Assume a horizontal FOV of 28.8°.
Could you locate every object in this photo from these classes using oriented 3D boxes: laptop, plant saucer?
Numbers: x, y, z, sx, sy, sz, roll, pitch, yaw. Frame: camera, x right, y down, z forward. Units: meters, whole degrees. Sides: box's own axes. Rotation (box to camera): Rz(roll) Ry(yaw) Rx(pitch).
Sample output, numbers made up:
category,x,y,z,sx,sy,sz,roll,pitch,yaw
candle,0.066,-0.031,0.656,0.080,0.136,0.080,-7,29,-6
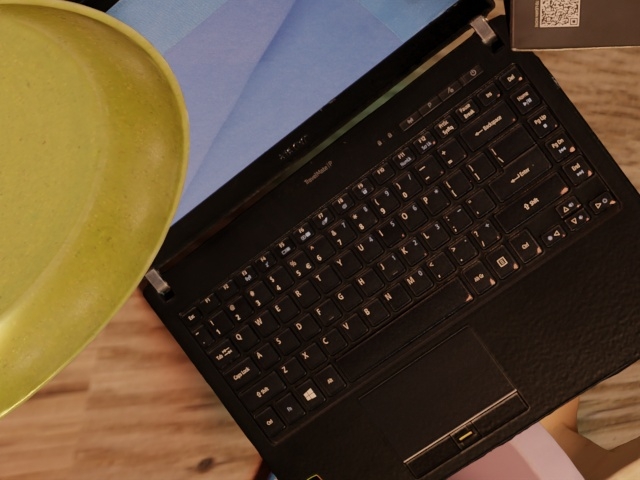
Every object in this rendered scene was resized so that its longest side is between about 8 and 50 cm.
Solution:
category,x,y,z,sx,sy,sz,roll,pitch,yaw
laptop,0.000,0.000,0.547,0.234,0.264,0.136,-36,180,20
plant saucer,-0.156,0.004,0.449,0.241,0.037,0.241,-34,153,-20

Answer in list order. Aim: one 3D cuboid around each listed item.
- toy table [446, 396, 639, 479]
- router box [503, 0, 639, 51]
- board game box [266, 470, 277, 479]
category,x,y,z,sx,sy,sz,roll,pitch,yaw
toy table,0.164,0.171,0.822,0.161,0.252,0.274,-29,100,-35
router box,0.111,-0.266,0.514,0.243,0.081,0.309,-82,170,-59
board game box,0.049,0.319,0.711,0.066,0.318,0.319,18,98,-60
